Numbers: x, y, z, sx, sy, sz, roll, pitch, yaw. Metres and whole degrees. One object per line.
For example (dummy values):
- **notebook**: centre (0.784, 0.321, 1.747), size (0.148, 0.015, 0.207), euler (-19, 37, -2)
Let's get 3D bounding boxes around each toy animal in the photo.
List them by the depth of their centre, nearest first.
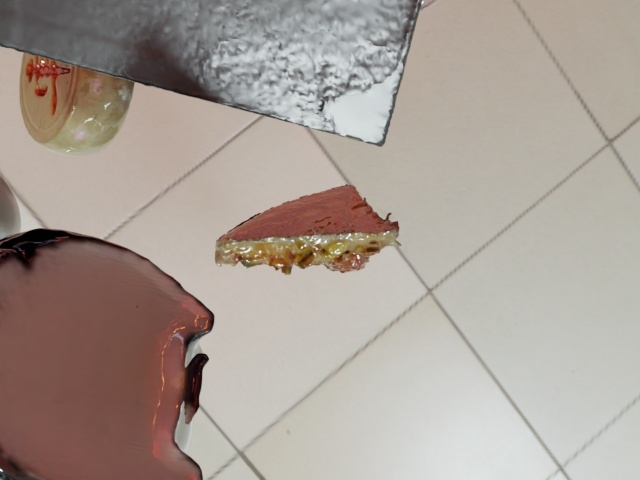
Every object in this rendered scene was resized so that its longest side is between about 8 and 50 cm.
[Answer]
- **toy animal**: centre (-0.192, 0.124, 0.592), size (0.213, 0.267, 0.212), euler (17, 54, -25)

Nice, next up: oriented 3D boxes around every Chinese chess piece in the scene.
- **Chinese chess piece**: centre (-0.391, -0.259, 1.430), size (0.097, 0.251, 0.250), euler (3, 96, -41)

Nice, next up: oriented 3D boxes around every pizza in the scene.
- **pizza**: centre (0.000, 0.000, 0.928), size (0.201, 0.193, 0.053), euler (-21, 112, -29)

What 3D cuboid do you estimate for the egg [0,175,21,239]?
- **egg**: centre (-0.449, -0.032, 1.085), size (0.151, 0.209, 0.151), euler (-33, 135, -41)

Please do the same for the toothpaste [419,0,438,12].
- **toothpaste**: centre (0.022, -0.367, 0.873), size (0.066, 0.100, 0.323), euler (-33, 115, 10)

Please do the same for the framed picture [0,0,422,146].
- **framed picture**: centre (-0.083, -0.218, 0.620), size (0.324, 0.013, 0.244), euler (16, 115, 5)
